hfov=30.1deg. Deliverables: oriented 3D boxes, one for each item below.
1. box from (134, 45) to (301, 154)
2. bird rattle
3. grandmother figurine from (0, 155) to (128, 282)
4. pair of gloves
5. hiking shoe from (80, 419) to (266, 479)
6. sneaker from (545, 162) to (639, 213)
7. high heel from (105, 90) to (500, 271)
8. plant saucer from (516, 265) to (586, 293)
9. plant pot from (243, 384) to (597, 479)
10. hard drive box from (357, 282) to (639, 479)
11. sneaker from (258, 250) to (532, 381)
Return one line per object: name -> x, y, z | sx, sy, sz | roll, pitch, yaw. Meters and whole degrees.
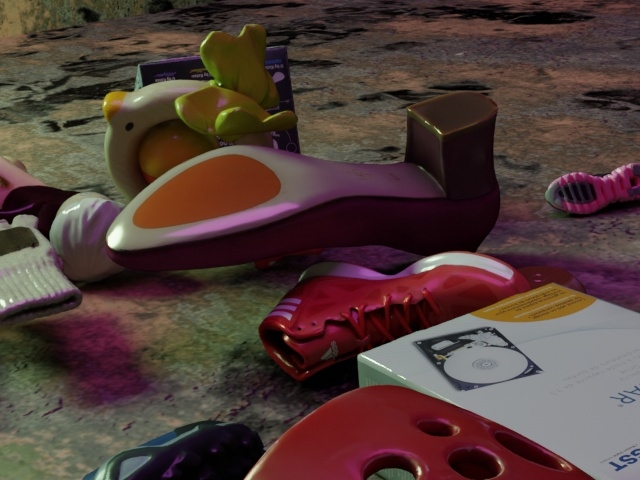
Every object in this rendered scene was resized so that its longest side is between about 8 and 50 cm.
box -> -0.123, -0.120, 1.335 | 0.163, 0.142, 0.247 | -9, 0, -10
bird rattle -> -0.102, -0.082, 1.156 | 0.207, 0.253, 0.143 | -1, 50, 7
grandmother figurine -> -0.304, -0.033, 1.268 | 0.208, 0.104, 0.342 | -13, 19, -39
pair of gloves -> -0.337, 0.034, 1.005 | 0.240, 0.042, 0.204 | -12, 20, -18
hiking shoe -> -0.150, 0.168, 0.624 | 0.132, 0.113, 0.304 | 11, 24, 36
sneaker -> 0.294, -0.053, 1.292 | 0.119, 0.047, 0.057 | -8, 0, -15
high heel -> 0.000, 0.000, 1.057 | 0.377, 0.181, 0.127 | -16, 41, -17
plant saucer -> 0.196, 0.040, 1.069 | 0.084, 0.015, 0.083 | -4, 19, 1
plant pot -> 0.064, 0.168, 0.459 | 0.174, 0.191, 0.191 | 15, 27, 39
hard drive box -> 0.164, 0.117, 0.738 | 0.181, 0.089, 0.232 | -17, 23, -31
sneaker -> 0.050, 0.073, 0.936 | 0.221, 0.087, 0.128 | -6, 23, 36
